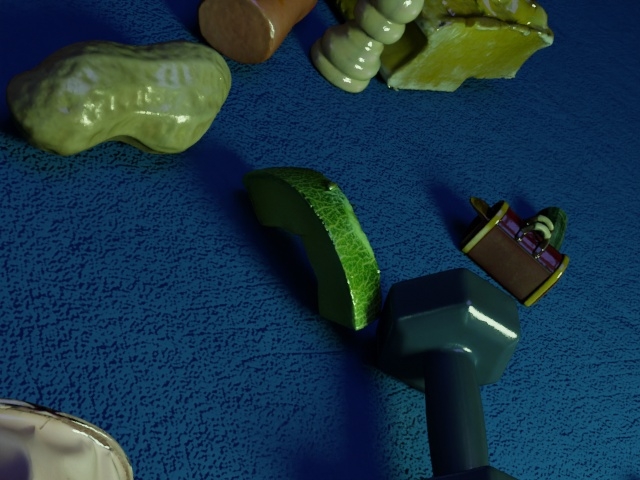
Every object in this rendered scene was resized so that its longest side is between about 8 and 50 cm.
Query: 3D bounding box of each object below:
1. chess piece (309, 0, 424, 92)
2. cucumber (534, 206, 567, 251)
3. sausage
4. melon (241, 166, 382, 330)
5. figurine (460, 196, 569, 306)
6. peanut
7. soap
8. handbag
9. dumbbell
[{"bbox_3d":[0.068,-0.285,1.427,0.094,0.170,0.094,23,43,-24],"label":"chess piece"},{"bbox_3d":[0.311,-0.004,1.475,0.048,0.048,0.105,38,38,-7],"label":"cucumber"},{"bbox_3d":[-0.066,-0.324,1.397,0.113,0.113,0.259,38,38,-7],"label":"sausage"},{"bbox_3d":[0.000,0.000,1.144,0.064,0.118,0.209,-20,81,-35],"label":"melon"},{"bbox_3d":[0.250,-0.002,1.379,0.154,0.098,0.082,43,41,-5],"label":"figurine"},{"bbox_3d":[-0.199,-0.142,1.104,0.274,0.111,0.125,-15,80,-45],"label":"peanut"},{"bbox_3d":[0.155,-0.401,1.623,0.304,0.169,0.339,-7,61,-46],"label":"soap"},{"bbox_3d":[-0.212,0.205,0.694,0.205,0.179,0.116,34,27,-35],"label":"handbag"},{"bbox_3d":[0.134,0.185,1.049,0.156,0.143,0.316,30,38,-28],"label":"dumbbell"}]
